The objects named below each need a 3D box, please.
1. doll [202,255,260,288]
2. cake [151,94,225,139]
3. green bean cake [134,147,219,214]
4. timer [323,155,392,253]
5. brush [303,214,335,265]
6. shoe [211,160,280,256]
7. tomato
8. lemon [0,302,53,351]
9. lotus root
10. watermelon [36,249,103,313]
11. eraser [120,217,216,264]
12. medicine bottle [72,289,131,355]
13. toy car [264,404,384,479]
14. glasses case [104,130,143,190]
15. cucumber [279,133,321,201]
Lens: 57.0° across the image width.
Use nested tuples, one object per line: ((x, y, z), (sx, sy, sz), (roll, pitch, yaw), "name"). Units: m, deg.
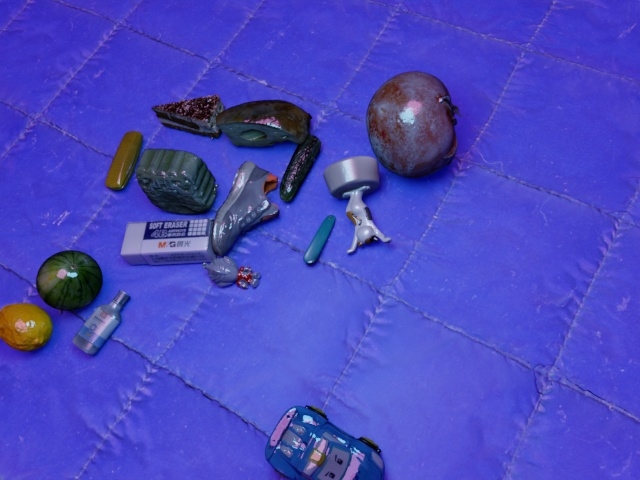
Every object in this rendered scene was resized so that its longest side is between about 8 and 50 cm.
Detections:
((-0.273, 0.101, 1.792), (0.180, 0.079, 0.094), (14, 92, 2), "doll")
((-0.448, -0.455, 2.065), (0.246, 0.112, 0.135), (17, 66, 21), "cake")
((-0.451, -0.181, 1.871), (0.223, 0.227, 0.124), (4, 61, 13), "green bean cake")
((0.117, -0.101, 1.786), (0.175, 0.175, 0.266), (-12, 76, 4), "timer")
((0.000, 0.000, 1.816), (0.043, 0.032, 0.193), (15, 56, 21), "brush")
((-0.217, -0.085, 1.848), (0.171, 0.132, 0.336), (17, 66, 7), "shoe")
((0.285, -0.348, 1.775), (0.283, 0.316, 0.316), (-8, 63, 17), "tomato")
((-0.898, 0.259, 1.784), (0.187, 0.142, 0.142), (32, 74, 19), "lemon")
((-0.194, -0.405, 1.949), (0.314, 0.142, 0.210), (-7, 51, 14), "lotus root")
((-0.772, 0.126, 1.811), (0.188, 0.215, 0.188), (14, 58, -24), "watermelon")
((-0.472, 0.004, 1.862), (0.287, 0.086, 0.130), (-2, 63, 9), "eraser")
((-0.661, 0.246, 1.797), (0.090, 0.053, 0.208), (28, 72, 21), "medicine bottle")
((0.014, 0.548, 1.477), (0.314, 0.166, 0.198), (27, 76, 20), "toy car")
((-0.677, -0.279, 2.044), (0.079, 0.064, 0.234), (5, 66, 16), "glasses case")
((-0.073, -0.230, 1.911), (0.074, 0.074, 0.241), (20, 70, 18), "cucumber")
